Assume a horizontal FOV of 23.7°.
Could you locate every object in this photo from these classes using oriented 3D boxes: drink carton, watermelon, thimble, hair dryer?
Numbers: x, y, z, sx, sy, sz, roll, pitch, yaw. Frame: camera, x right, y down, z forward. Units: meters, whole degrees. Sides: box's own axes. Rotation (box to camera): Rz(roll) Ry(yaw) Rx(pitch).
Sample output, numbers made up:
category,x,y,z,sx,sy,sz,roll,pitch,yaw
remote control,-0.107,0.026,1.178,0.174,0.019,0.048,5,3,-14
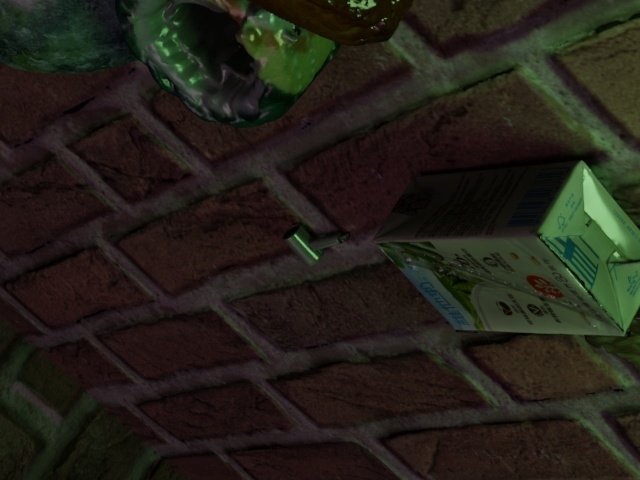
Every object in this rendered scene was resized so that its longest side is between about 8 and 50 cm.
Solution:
category,x,y,z,sx,sy,sz,roll,pitch,yaw
drink carton,0.248,0.013,1.923,0.194,0.132,0.324,47,153,-25
watermelon,-0.290,-0.350,1.999,0.289,0.214,0.320,15,125,-35
thimble,-0.103,-0.270,1.829,0.254,0.167,0.288,42,154,-15
hair dryer,0.000,0.000,2.311,0.063,0.038,0.124,47,146,-21

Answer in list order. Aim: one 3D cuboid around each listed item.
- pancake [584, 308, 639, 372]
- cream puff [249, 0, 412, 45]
category,x,y,z,sx,sy,sz,roll,pitch,yaw
pancake,0.450,0.135,1.932,0.236,0.042,0.222,23,159,-12
cream puff,-0.022,-0.338,1.564,0.303,0.212,0.303,26,-177,-1
